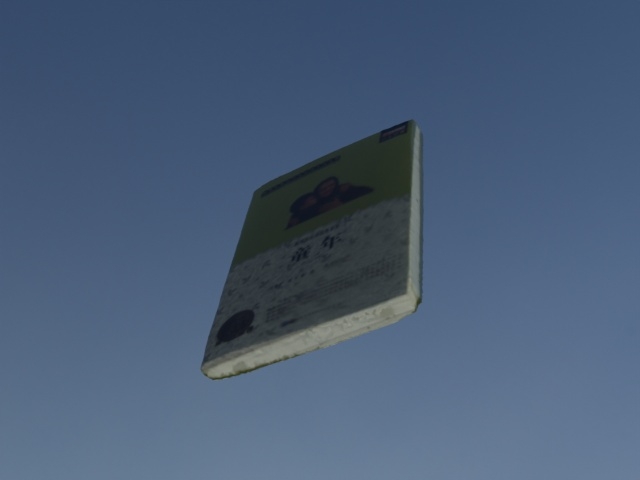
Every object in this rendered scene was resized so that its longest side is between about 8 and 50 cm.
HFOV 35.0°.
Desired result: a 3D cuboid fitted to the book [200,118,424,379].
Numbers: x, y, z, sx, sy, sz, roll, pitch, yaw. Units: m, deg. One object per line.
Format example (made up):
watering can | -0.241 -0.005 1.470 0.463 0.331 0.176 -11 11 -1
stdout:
book | 0.000 0.000 1.120 0.239 0.352 0.035 -21 -60 20
